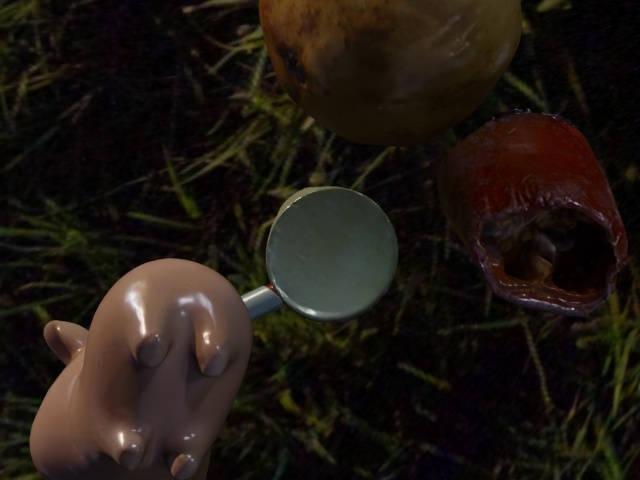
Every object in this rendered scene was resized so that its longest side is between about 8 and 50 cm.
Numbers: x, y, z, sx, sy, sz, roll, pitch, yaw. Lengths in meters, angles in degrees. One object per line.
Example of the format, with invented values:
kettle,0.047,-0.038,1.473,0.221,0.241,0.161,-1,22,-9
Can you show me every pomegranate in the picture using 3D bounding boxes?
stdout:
pomegranate,0.120,-0.334,1.592,0.410,0.410,0.410,6,105,24

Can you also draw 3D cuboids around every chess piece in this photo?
chess piece,0.000,0.000,1.279,0.144,0.251,0.144,-1,98,-6

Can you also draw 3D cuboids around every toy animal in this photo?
toy animal,-0.192,0.163,1.213,0.237,0.269,0.326,21,104,-14

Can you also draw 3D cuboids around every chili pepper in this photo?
chili pepper,0.315,-0.049,1.654,0.251,0.305,0.229,16,114,-11

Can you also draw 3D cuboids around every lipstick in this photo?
lipstick,-0.143,0.116,1.557,0.274,0.068,0.061,-26,131,1
